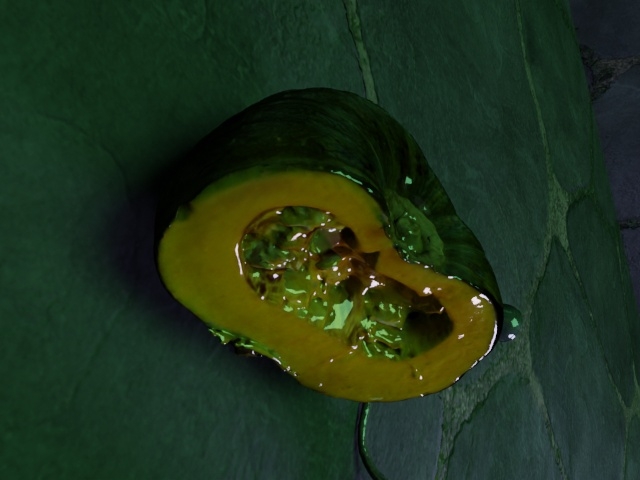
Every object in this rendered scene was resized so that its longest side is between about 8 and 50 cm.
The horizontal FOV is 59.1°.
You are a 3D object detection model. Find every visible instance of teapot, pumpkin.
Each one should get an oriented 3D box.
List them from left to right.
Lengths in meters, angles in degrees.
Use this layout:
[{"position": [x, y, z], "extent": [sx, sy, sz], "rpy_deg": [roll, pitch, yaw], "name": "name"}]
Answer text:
[{"position": [0.000, 0.000, 0.524], "extent": [0.325, 0.242, 0.232], "rpy_deg": [42, 23, -34], "name": "pumpkin"}, {"position": [0.309, 0.129, 0.987], "extent": [0.057, 0.066, 0.088], "rpy_deg": [31, 35, -25], "name": "teapot"}]

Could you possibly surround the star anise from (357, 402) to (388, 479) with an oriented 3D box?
[{"position": [0.069, 0.229, 0.631], "extent": [0.218, 0.148, 0.228], "rpy_deg": [-27, 76, -18], "name": "star anise"}]
